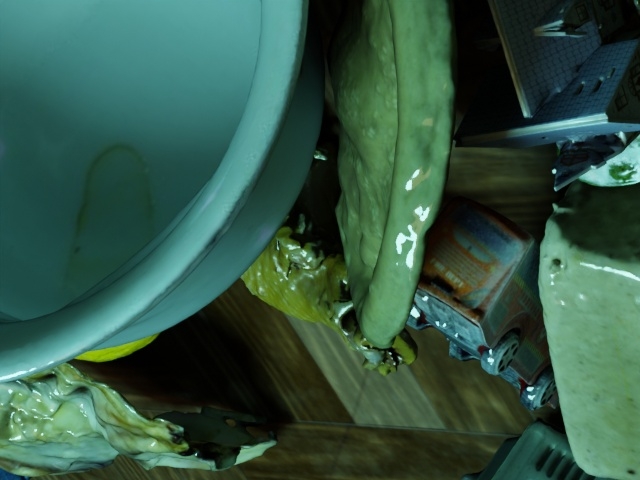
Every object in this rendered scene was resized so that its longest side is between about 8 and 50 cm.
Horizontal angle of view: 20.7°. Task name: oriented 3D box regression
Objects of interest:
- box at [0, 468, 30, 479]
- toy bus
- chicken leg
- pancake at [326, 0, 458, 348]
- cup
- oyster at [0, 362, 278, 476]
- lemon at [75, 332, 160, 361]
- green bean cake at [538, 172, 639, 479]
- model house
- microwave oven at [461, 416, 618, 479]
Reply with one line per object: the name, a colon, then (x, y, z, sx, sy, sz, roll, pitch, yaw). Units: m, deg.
box: (-0.399, 0.094, 1.513, 0.279, 0.116, 0.261, 13, 140, 34)
toy bus: (0.103, 0.039, 0.965, 0.065, 0.077, 0.192, 34, 178, 26)
chicken leg: (-0.001, 0.003, 1.025, 0.085, 0.101, 0.207, 30, -170, -40)
pancake: (0.029, -0.061, 0.844, 0.050, 0.242, 0.242, 3, 142, -3)
cup: (-0.137, -0.079, 0.919, 0.347, 0.347, 0.163, 18, 172, 26)
oyster: (-0.214, 0.122, 1.292, 0.354, 0.107, 0.201, 20, 175, 9)
lemon: (-0.151, 0.024, 1.200, 0.114, 0.114, 0.155, 26, 146, 15)
green bean cake: (0.178, 0.040, 0.927, 0.085, 0.109, 0.179, 13, 140, 32)
model house: (0.117, -0.089, 0.803, 0.117, 0.088, 0.167, -4, 111, 40)
microwave oven: (0.128, 0.328, 1.160, 0.218, 0.286, 0.355, 27, 146, 15)
